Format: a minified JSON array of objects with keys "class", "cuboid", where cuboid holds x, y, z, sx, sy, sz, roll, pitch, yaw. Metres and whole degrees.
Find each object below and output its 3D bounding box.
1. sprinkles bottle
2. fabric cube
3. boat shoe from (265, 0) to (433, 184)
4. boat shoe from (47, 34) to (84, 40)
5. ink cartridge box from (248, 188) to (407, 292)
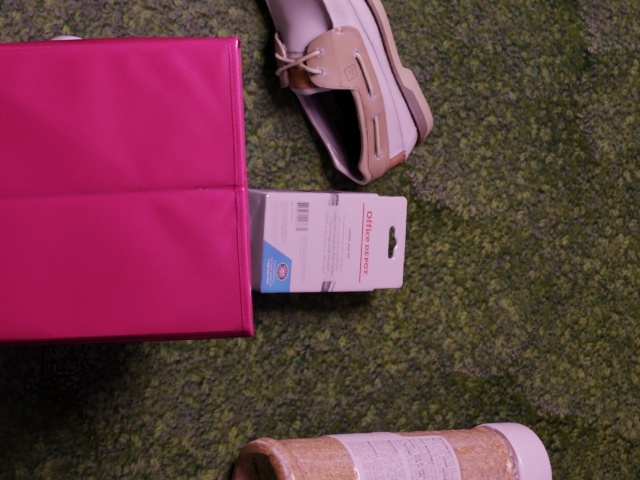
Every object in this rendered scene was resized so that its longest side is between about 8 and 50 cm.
[{"class":"sprinkles bottle","cuboid":[0.080,0.263,2.089,0.355,0.121,0.121,1,95,-35]},{"class":"fabric cube","cuboid":[-0.192,-0.047,1.713,0.258,0.254,0.259,-3,95,-3]},{"class":"boat shoe","cuboid":[0.010,-0.190,1.989,0.103,0.113,0.302,-50,121,-26]},{"class":"boat shoe","cuboid":[-0.181,-0.089,1.884,0.095,0.084,0.258,-46,119,-22]},{"class":"ink cartridge box","cuboid":[0.000,0.000,2.037,0.180,0.060,0.104,1,95,-35]}]
